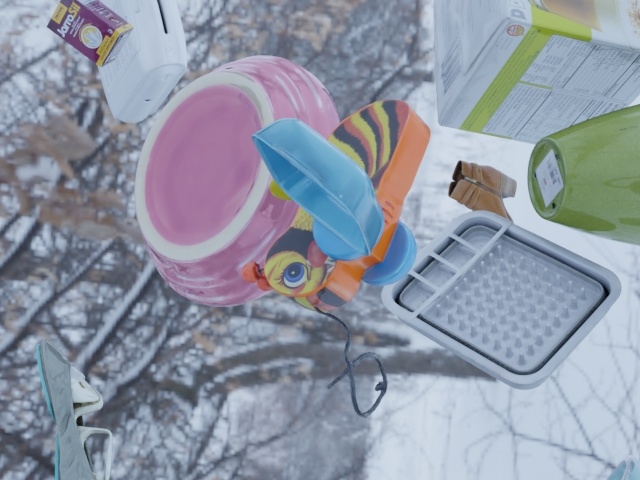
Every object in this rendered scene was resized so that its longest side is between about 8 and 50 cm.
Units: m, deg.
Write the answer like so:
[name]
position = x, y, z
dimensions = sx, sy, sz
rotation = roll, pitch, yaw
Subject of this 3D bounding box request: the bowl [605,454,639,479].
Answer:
[bowl]
position = 0.272, 0.372, 0.919
dimensions = 0.311, 0.163, 0.311
rotation = -51, -17, -23

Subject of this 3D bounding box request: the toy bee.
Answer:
[toy bee]
position = 0.000, 0.000, 0.991
dimensions = 0.298, 0.162, 0.195
rotation = -63, -39, -34

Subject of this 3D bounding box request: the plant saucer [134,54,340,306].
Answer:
[plant saucer]
position = -0.124, -0.085, 1.282
dimensions = 0.084, 0.332, 0.332
rotation = 22, -110, -48

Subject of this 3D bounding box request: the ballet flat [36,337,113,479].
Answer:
[ballet flat]
position = -0.269, 0.204, 1.126
dimensions = 0.072, 0.068, 0.213
rotation = 92, 165, -63

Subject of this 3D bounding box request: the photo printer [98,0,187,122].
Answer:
[photo printer]
position = -0.369, -0.411, 2.056
dimensions = 0.307, 0.107, 0.256
rotation = -34, 70, 60

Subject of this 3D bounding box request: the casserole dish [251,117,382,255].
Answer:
[casserole dish]
position = 0.004, -0.046, 0.841
dimensions = 0.037, 0.114, 0.188
rotation = -49, -16, -7

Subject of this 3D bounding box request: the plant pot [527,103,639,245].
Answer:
[plant pot]
position = 0.507, -0.109, 1.682
dimensions = 0.275, 0.294, 0.274
rotation = 178, 90, -75

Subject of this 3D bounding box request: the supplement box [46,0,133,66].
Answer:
[supplement box]
position = -0.279, -0.259, 1.226
dimensions = 0.055, 0.083, 0.043
rotation = -53, 2, 27

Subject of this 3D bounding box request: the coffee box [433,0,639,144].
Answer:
[coffee box]
position = 0.436, -0.418, 1.965
dimensions = 0.338, 0.335, 0.337
rotation = 120, 156, -58

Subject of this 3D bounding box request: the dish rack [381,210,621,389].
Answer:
[dish rack]
position = 0.302, 0.104, 1.703
dimensions = 0.285, 0.333, 0.072
rotation = -40, -41, -26

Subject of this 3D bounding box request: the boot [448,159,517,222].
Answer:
[boot]
position = 0.347, -0.073, 2.218
dimensions = 0.073, 0.152, 0.197
rotation = -25, 51, 58
